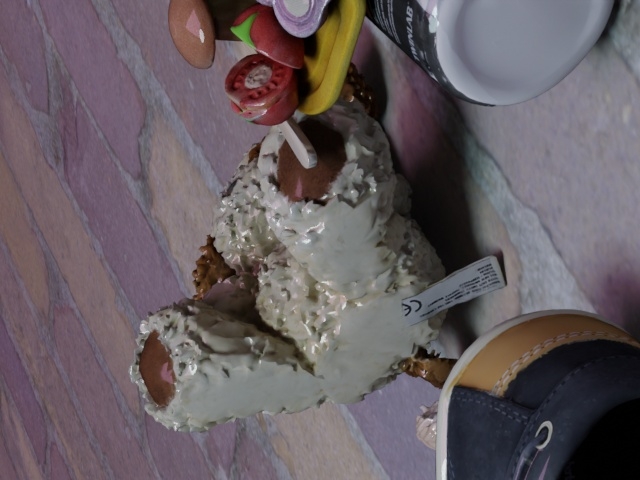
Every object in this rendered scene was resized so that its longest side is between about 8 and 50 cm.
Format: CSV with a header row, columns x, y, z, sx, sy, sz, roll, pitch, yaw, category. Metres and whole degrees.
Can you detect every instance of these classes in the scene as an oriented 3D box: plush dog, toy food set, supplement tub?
x,y,z,sx,sy,sz,roll,pitch,yaw,category
0.000,0.000,1.197,0.262,0.211,0.225,-55,31,26,plush dog
-0.040,-0.130,0.973,0.218,0.071,0.128,107,143,-53,toy food set
0.065,-0.164,0.953,0.190,0.117,0.117,-129,32,-47,supplement tub

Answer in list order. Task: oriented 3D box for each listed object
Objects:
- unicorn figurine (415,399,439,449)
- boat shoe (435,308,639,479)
x,y,z,sx,sy,sz,roll,pitch,yaw,category
0.109,0.119,1.076,0.111,0.060,0.162,-47,34,27,unicorn figurine
0.165,0.286,0.919,0.156,0.187,0.500,-176,77,-73,boat shoe
